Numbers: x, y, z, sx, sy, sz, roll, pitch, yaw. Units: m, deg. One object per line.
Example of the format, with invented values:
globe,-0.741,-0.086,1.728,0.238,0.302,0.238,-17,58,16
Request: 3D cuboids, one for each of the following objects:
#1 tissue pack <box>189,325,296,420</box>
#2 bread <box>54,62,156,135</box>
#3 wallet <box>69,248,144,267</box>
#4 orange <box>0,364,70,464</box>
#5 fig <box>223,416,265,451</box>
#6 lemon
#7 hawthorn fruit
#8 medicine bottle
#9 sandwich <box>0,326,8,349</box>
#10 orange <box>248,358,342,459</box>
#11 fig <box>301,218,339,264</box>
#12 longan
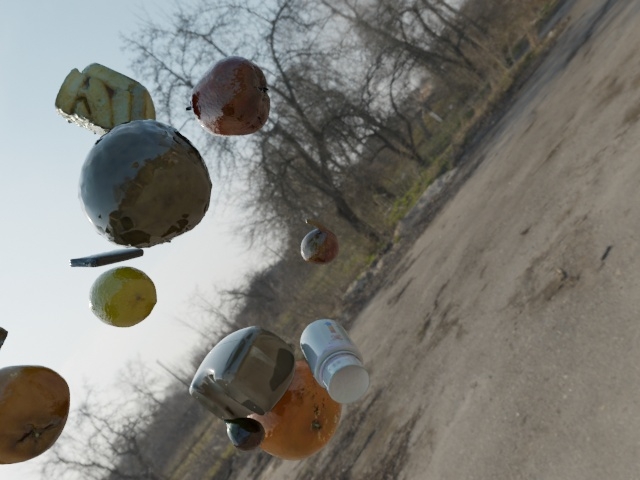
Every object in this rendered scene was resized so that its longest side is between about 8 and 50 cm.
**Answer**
tissue pack,-0.267,0.462,1.781,0.387,0.267,0.276,-37,18,47
bread,-0.791,-0.524,1.963,0.239,0.395,0.263,-10,60,71
wallet,-0.778,0.061,1.828,0.250,0.149,0.044,-20,-74,-65
orange,-0.710,0.407,1.192,0.249,0.183,0.248,-48,-31,-43
fig,-0.265,0.645,1.705,0.109,0.155,0.103,1,-68,-55
lemon,-0.570,0.162,1.448,0.203,0.178,0.178,-6,33,39
hawthorn fruit,-0.361,-0.527,1.886,0.369,0.284,0.284,-4,28,28
medicine bottle,0.046,0.387,1.639,0.170,0.170,0.293,-52,23,3
sandwich,-1.088,0.389,1.602,0.186,0.065,0.214,-52,26,7
orange,-0.098,0.718,2.127,0.326,0.424,0.424,11,56,48
fig,0.006,0.003,2.254,0.175,0.175,0.207,-52,-24,-60
longan,-0.511,-0.162,1.499,0.391,0.391,0.391,-52,0,0
